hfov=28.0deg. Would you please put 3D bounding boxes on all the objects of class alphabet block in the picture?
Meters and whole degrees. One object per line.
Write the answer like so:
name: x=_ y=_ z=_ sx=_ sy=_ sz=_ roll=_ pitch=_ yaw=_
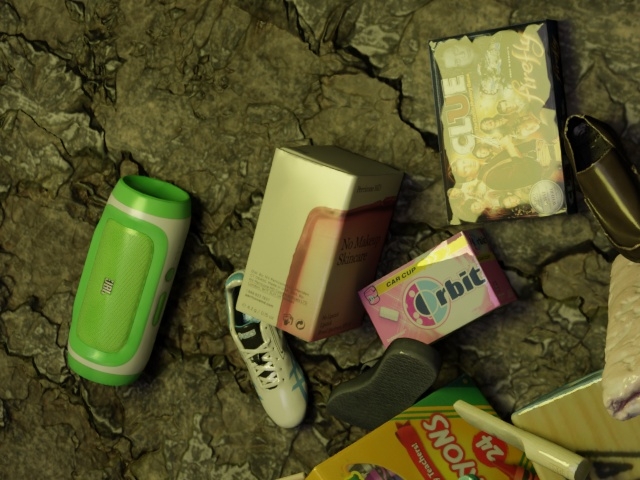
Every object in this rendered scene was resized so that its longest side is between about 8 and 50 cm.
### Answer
alphabet block: x=0.372 y=0.243 z=1.507 sx=0.193 sy=0.192 sz=0.197 roll=-29 pitch=81 yaw=30

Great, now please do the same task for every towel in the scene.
towel: x=0.438 y=0.026 z=1.374 sx=0.317 sy=0.332 sz=0.053 roll=-36 pitch=101 yaw=26

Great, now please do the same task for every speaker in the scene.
speaker: x=-0.283 y=0.059 z=1.899 sx=0.131 sy=0.131 sz=0.296 roll=26 pitch=107 yaw=25

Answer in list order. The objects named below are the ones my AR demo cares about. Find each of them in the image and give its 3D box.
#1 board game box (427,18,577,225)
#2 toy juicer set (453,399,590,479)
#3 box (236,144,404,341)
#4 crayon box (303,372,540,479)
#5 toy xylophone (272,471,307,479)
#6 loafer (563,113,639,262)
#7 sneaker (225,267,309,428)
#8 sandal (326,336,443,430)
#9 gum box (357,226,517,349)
board game box: x=0.230 y=-0.146 z=1.634 sx=0.165 sy=0.042 sz=0.243 roll=-6 pitch=92 yaw=30
toy juicer set: x=0.240 y=0.348 z=1.444 sx=0.209 sy=0.089 sz=0.329 roll=-7 pitch=98 yaw=51
box: x=0.000 y=0.000 z=1.718 sx=0.127 sy=0.148 sz=0.232 roll=22 pitch=106 yaw=26
crayon box: x=0.117 y=0.324 z=1.587 sx=0.202 sy=0.318 sz=0.081 roll=53 pitch=147 yaw=14
toy xylophone: x=-0.042 y=0.445 z=1.822 sx=0.323 sy=0.081 sz=0.236 roll=-15 pitch=87 yaw=30
loafer: x=0.337 y=-0.065 z=1.513 sx=0.080 sy=0.078 sz=0.220 roll=-41 pitch=48 yaw=20
sneaker: x=-0.083 y=0.155 z=1.817 sx=0.085 sy=0.086 sz=0.237 roll=-20 pitch=86 yaw=28
sandal: x=0.091 y=0.188 z=1.698 sx=0.097 sy=0.054 sz=0.254 roll=31 pitch=144 yaw=-11
gum box: x=0.148 y=0.075 z=1.690 sx=0.188 sy=0.062 sz=0.107 roll=-32 pitch=79 yaw=28
